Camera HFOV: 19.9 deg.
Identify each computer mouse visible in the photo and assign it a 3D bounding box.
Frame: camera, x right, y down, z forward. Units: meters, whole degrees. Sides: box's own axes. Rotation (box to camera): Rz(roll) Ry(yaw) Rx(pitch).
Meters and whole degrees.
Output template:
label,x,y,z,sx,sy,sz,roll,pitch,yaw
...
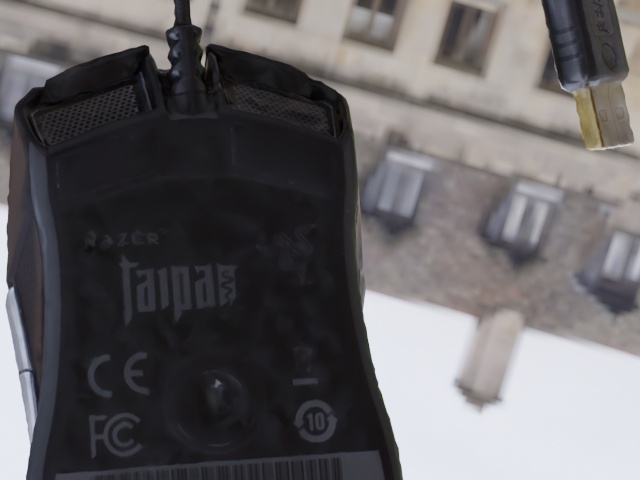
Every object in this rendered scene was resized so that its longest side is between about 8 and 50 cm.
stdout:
label,x,y,z,sx,sy,sz,roll,pitch,yaw
computer mouse,0.000,0.000,0.494,0.184,0.262,0.060,-8,171,-14
